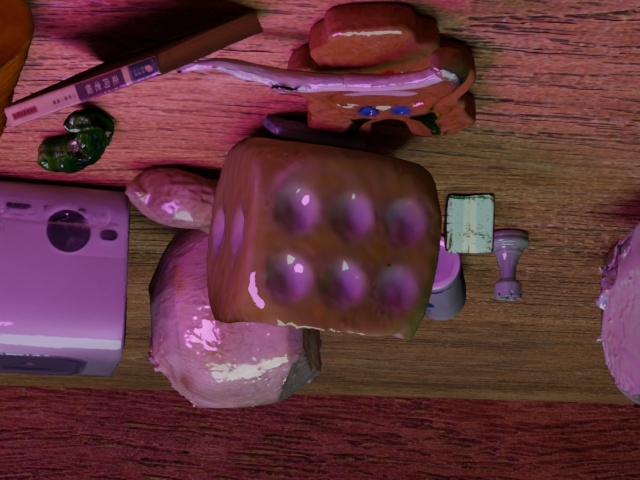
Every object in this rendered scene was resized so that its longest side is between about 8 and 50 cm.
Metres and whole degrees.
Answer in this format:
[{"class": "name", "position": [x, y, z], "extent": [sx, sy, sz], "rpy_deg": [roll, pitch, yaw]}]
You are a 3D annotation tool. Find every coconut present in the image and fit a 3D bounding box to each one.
[{"class": "coconut", "position": [-0.132, 0.106, 2.146], "extent": [0.255, 0.297, 0.297], "rpy_deg": [-3, 165, 9]}]

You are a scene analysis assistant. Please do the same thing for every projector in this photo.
[{"class": "projector", "position": [-0.405, 0.056, 2.036], "extent": [0.249, 0.248, 0.248], "rpy_deg": [5, 165, -12]}]

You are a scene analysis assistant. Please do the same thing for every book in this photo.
[{"class": "book", "position": [-0.188, -0.171, 1.435], "extent": [0.231, 0.026, 0.161], "rpy_deg": [-12, -165, 40]}]

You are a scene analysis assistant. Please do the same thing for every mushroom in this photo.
[{"class": "mushroom", "position": [0.005, -0.167, 1.433], "extent": [0.306, 0.043, 0.068], "rpy_deg": [1, 142, 24]}]

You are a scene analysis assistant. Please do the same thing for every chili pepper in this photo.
[{"class": "chili pepper", "position": [-0.295, -0.120, 1.750], "extent": [0.073, 0.050, 0.182], "rpy_deg": [14, 160, -19]}]

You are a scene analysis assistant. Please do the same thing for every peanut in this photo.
[{"class": "peanut", "position": [-0.156, -0.049, 1.942], "extent": [0.228, 0.085, 0.104], "rpy_deg": [11, -179, -31]}]

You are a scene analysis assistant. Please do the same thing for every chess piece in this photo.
[{"class": "chess piece", "position": [0.288, 0.039, 2.202], "extent": [0.067, 0.103, 0.067], "rpy_deg": [2, 165, 0]}]

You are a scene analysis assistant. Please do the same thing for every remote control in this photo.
[{"class": "remote control", "position": [-0.006, -0.129, 1.721], "extent": [0.124, 0.017, 0.053], "rpy_deg": [8, -163, -26]}]

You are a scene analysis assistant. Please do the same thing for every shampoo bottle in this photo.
[{"class": "shampoo bottle", "position": [0.192, 0.070, 2.354], "extent": [0.092, 0.092, 0.303], "rpy_deg": [-1, 165, 7]}]

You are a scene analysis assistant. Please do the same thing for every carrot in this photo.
[{"class": "carrot", "position": [-0.366, -0.164, 1.470], "extent": [0.114, 0.114, 0.302], "rpy_deg": [6, 162, -18]}]

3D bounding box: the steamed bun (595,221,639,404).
[{"class": "steamed bun", "position": [0.558, 0.076, 2.045], "extent": [0.312, 0.233, 0.334], "rpy_deg": [-5, 147, -29]}]

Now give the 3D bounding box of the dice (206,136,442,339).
[{"class": "dice", "position": [0.000, 0.000, 1.741], "extent": [0.238, 0.226, 0.233], "rpy_deg": [7, -179, -18]}]

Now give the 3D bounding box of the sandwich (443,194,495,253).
[{"class": "sandwich", "position": [0.215, -0.046, 2.074], "extent": [0.074, 0.074, 0.116], "rpy_deg": [1, 133, 5]}]

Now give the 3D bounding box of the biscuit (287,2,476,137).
[{"class": "biscuit", "position": [0.067, -0.169, 1.545], "extent": [0.202, 0.047, 0.334], "rpy_deg": [0, 165, 6]}]

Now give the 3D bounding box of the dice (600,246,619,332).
[{"class": "dice", "position": [0.540, 0.097, 2.275], "extent": [0.169, 0.166, 0.169], "rpy_deg": [1, 165, 1]}]
